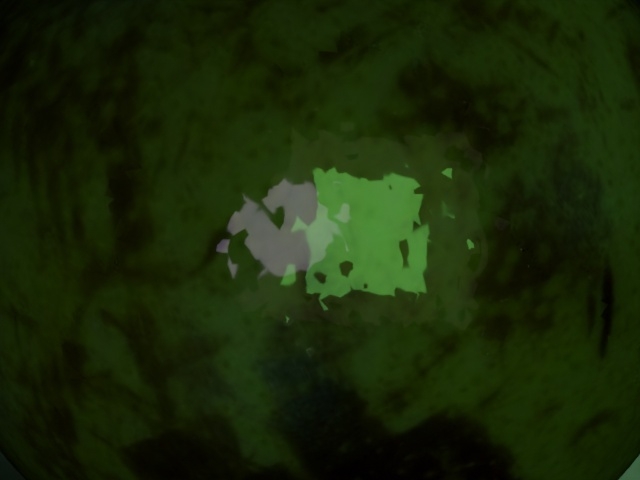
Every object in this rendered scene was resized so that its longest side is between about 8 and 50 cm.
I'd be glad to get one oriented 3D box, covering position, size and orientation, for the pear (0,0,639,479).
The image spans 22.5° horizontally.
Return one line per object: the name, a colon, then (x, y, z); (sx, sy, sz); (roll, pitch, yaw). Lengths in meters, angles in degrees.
pear: (0.000, 0.000, 0.579); (0.284, 0.283, 0.283); (-3, 102, -16)
